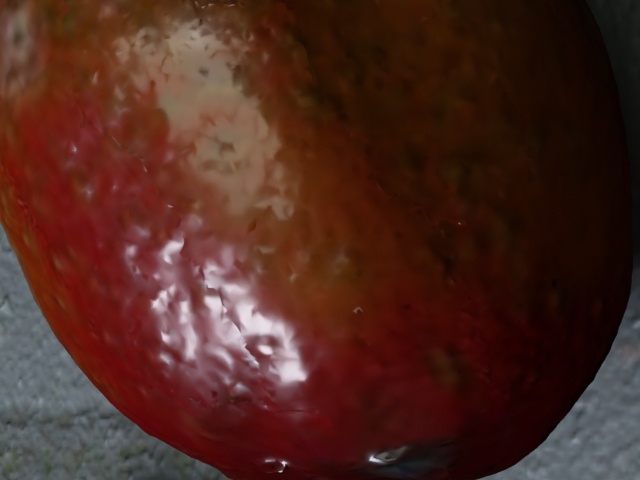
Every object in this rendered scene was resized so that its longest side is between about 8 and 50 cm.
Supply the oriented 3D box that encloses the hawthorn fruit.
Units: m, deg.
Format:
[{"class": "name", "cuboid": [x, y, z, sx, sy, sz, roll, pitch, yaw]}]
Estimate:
[{"class": "hawthorn fruit", "cuboid": [0.000, 0.000, 0.677, 0.284, 0.284, 0.369, -18, 77, 28]}]
